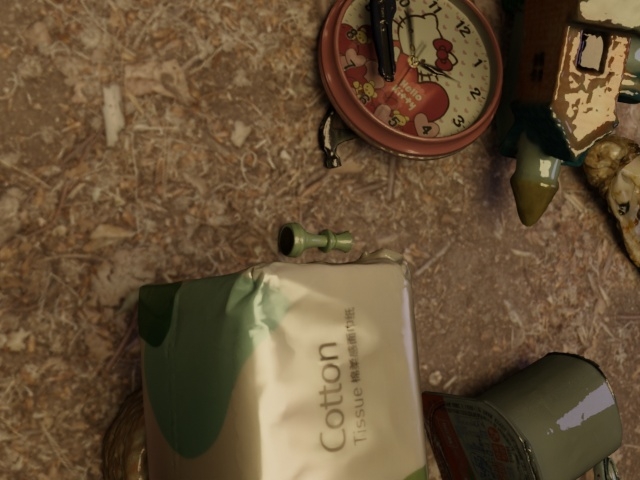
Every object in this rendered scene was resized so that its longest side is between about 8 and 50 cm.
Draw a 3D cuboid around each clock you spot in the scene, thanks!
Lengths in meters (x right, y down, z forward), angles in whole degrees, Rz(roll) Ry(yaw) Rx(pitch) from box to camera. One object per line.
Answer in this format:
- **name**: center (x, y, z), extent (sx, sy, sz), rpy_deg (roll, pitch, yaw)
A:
- **clock**: center (0.113, -0.216, 1.201), extent (0.244, 0.056, 0.245), rpy_deg (5, 74, -16)

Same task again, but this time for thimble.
- **thimble**: center (-0.114, 0.233, 1.062), extent (0.229, 0.148, 0.196), rpy_deg (-19, 96, -26)

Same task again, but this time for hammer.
- **hammer**: center (0.088, -0.146, 1.221), extent (0.200, 0.021, 0.078), rpy_deg (-14, 96, -25)

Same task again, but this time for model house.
- **model house**: center (0.326, -0.170, 1.215), extent (0.194, 0.267, 0.325), rpy_deg (9, 98, -12)

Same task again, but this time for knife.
- **knife**: center (0.077, -0.242, 1.157), extent (0.031, 0.018, 0.121), rpy_deg (-1, 78, -17)

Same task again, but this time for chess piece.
- **chess piece**: center (0.000, 0.000, 1.172), extent (0.093, 0.042, 0.042), rpy_deg (1, 90, -30)

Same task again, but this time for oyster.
- **oyster**: center (0.469, -0.032, 1.374), extent (0.166, 0.094, 0.295), rpy_deg (-24, 112, -7)

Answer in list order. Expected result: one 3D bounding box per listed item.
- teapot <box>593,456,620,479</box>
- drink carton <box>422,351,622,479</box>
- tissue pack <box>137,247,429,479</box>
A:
- **teapot**: center (0.412, 0.408, 1.318), extent (0.158, 0.159, 0.232), rpy_deg (-17, 87, -24)
- **drink carton**: center (0.265, 0.248, 1.222), extent (0.189, 0.191, 0.186), rpy_deg (-19, 96, -30)
- **tissue pack**: center (-0.037, 0.196, 0.875), extent (0.193, 0.266, 0.357), rpy_deg (-3, 86, -29)
